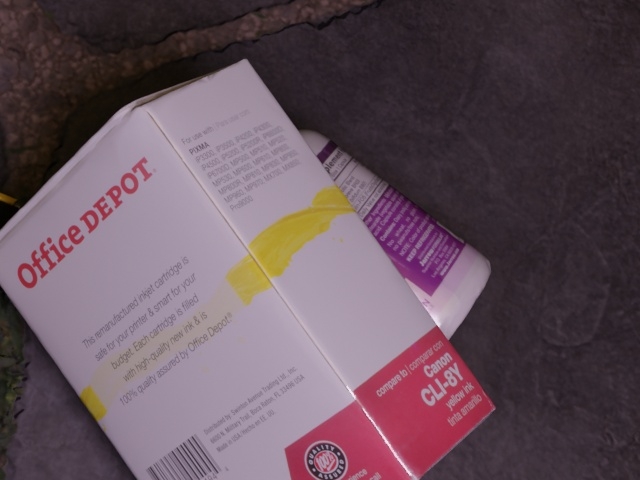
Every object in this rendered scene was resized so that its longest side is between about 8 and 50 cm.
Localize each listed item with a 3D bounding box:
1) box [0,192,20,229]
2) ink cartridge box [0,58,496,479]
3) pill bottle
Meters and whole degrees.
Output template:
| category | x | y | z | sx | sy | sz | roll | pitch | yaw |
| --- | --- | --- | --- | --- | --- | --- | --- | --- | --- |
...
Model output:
| category | x | y | z | sx | sy | sz | roll | pitch | yaw |
| --- | --- | --- | --- | --- | --- | --- | --- | --- | --- |
| box | -0.435 | 0.066 | 1.446 | 0.257 | 0.079 | 0.322 | 24 | 58 | -19 |
| ink cartridge box | -0.078 | 0.077 | 1.439 | 0.385 | 0.279 | 0.160 | 54 | 40 | 2 |
| pill bottle | 0.000 | 0.000 | 1.579 | 0.301 | 0.169 | 0.169 | 36 | 66 | 0 |
